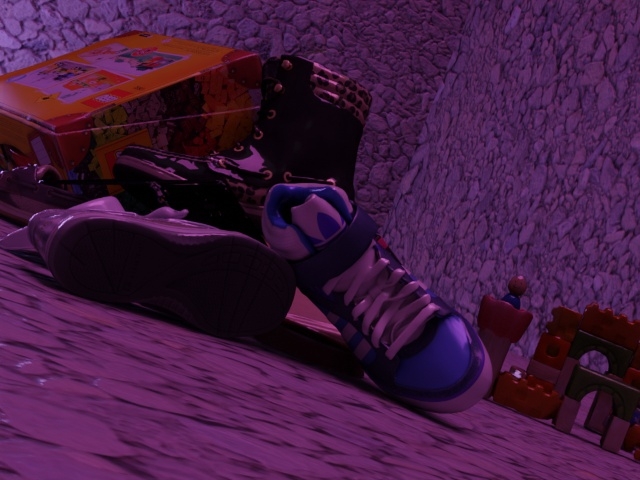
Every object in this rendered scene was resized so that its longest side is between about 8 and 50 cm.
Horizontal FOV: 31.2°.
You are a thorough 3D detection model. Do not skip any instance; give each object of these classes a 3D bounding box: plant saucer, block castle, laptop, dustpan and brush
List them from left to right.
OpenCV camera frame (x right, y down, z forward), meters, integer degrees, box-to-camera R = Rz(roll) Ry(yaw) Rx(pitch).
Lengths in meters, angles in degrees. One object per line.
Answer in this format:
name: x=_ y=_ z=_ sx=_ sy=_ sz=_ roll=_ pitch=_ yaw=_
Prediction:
dustpan and brush: x=-0.247 y=-0.018 z=1.315 sx=0.211 sy=0.060 sz=0.147 roll=-22 pitch=1 yaw=23
laptop: x=-0.198 y=-0.010 z=1.512 sx=0.264 sy=0.136 sz=0.234 roll=56 pitch=17 yaw=7
plant saucer: x=-0.018 y=0.129 z=1.458 sx=0.168 sy=0.029 sz=0.168 roll=22 pitch=0 yaw=0
block castle: x=0.466 y=0.218 z=1.902 sx=0.453 sy=0.213 sz=0.303 roll=22 pitch=1 yaw=8

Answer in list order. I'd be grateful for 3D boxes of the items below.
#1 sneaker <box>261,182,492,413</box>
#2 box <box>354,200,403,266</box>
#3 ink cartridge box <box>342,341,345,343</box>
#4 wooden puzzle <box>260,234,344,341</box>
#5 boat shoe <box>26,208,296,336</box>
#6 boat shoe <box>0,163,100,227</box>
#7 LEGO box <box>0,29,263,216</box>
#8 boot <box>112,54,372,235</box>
sneaker: x=0.046 y=0.051 z=1.337 sx=0.323 sy=0.130 sz=0.236 roll=42 pitch=-7 yaw=44
box: x=0.000 y=0.000 z=2.071 sx=0.270 sy=0.165 sz=0.143 roll=52 pitch=-11 yaw=-22
ink cartridge box: x=0.029 y=0.122 z=1.809 sx=0.307 sy=0.072 sz=0.303 roll=20 pitch=1 yaw=1
wooden puzzle: x=-0.054 y=0.064 z=1.629 sx=0.238 sy=0.044 sz=0.221 roll=20 pitch=27 yaw=-12
boat shoe: x=-0.165 y=0.028 z=1.265 sx=0.320 sy=0.118 sz=0.103 roll=13 pitch=11 yaw=-38
boat shoe: x=-0.396 y=-0.062 z=1.618 sx=0.285 sy=0.092 sz=0.103 roll=24 pitch=0 yaw=30
LEGO box: x=-0.356 y=-0.204 z=1.995 sx=0.372 sy=0.193 sz=0.500 roll=-25 pitch=26 yaw=-25
boot: x=-0.105 y=-0.150 z=1.774 sx=0.377 sy=0.284 sz=0.138 roll=17 pitch=-20 yaw=-5
